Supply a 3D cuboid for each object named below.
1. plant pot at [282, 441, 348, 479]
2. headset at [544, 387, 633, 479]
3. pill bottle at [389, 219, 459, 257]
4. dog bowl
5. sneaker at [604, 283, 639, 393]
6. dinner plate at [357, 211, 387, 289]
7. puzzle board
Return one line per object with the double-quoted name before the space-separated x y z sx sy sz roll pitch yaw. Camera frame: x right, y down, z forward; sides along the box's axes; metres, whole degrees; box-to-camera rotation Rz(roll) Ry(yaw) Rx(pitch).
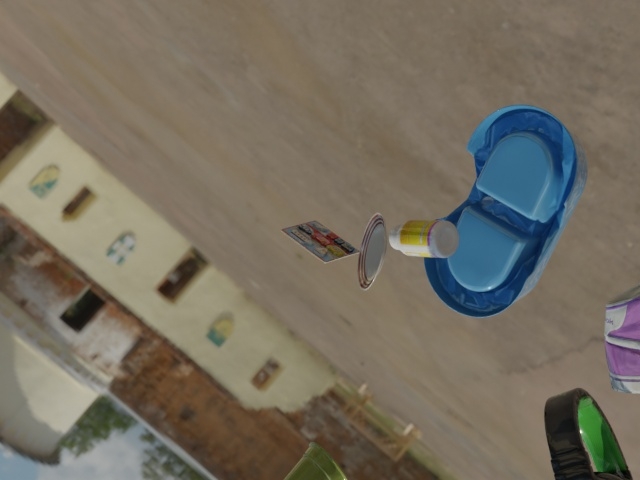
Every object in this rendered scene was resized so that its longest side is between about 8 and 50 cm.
"plant pot" -0.015 0.329 1.379 0.083 0.079 0.083 43 158 22
"headset" 0.431 0.391 1.427 0.243 0.185 0.394 29 -136 -55
"pill bottle" 0.119 -0.003 1.195 0.083 0.043 0.043 3 145 51
"dog bowl" 0.255 -0.037 1.391 0.166 0.297 0.074 34 -160 33
"sneaker" 0.512 0.109 1.327 0.102 0.282 0.161 -35 -62 -73
"dinner plate" 0.095 0.020 1.814 0.017 0.141 0.141 12 179 -13
"puzzle board" 0.000 0.000 1.967 0.096 0.011 0.128 -15 -140 -44
